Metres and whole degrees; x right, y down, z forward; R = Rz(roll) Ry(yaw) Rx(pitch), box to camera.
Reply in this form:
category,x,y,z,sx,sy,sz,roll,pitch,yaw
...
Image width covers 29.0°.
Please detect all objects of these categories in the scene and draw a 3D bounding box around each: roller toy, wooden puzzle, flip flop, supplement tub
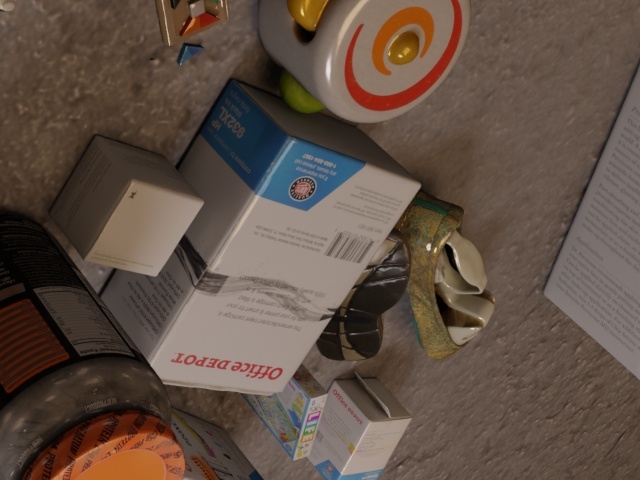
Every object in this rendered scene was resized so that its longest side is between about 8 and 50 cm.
category,x,y,z,sx,sy,sz,roll,pitch,yaw
roller toy,0.048,-0.224,1.244,0.191,0.146,0.209,-29,139,-19
wooden puzzle,-0.123,-0.227,1.196,0.078,0.014,0.116,-31,141,-16
flip flop,0.049,0.061,1.562,0.112,0.080,0.277,7,145,0
supplement tub,-0.267,0.133,1.155,0.193,0.316,0.193,-24,138,-23

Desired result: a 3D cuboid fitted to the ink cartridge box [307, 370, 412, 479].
category,x,y,z,sx,sy,sz,roll,pitch,yaw
ink cartridge box,0.053,0.263,1.743,0.090,0.092,0.143,3,123,-44

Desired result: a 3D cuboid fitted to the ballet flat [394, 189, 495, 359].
category,x,y,z,sx,sy,sz,roll,pitch,yaw
ballet flat,0.171,0.062,1.629,0.123,0.123,0.348,-36,140,-10

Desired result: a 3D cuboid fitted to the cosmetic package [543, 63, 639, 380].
category,x,y,z,sx,sy,sz,roll,pitch,yaw
cosmetic package,0.514,-0.049,1.759,0.161,0.230,0.453,-11,133,-35

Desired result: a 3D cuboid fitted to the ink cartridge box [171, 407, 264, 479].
category,x,y,z,sx,sy,sz,roll,pitch,yaw
ink cartridge box,-0.193,0.314,1.506,0.168,0.171,0.233,-48,143,5

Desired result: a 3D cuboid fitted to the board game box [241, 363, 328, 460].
category,x,y,z,sx,sy,sz,roll,pitch,yaw
board game box,-0.054,0.180,1.520,0.026,0.154,0.103,-12,132,-34

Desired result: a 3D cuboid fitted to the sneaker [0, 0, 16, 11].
category,x,y,z,sx,sy,sz,roll,pitch,yaw
sneaker,-0.310,-0.240,0.993,0.170,0.068,0.071,10,103,-56

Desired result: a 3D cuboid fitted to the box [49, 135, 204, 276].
category,x,y,z,sx,sy,sz,roll,pitch,yaw
box,-0.195,-0.033,1.250,0.101,0.087,0.102,16,113,-48

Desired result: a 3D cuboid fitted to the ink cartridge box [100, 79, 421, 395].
category,x,y,z,sx,sy,sz,roll,pitch,yaw
ink cartridge box,-0.070,0.007,1.366,0.223,0.129,0.307,15,114,-48
